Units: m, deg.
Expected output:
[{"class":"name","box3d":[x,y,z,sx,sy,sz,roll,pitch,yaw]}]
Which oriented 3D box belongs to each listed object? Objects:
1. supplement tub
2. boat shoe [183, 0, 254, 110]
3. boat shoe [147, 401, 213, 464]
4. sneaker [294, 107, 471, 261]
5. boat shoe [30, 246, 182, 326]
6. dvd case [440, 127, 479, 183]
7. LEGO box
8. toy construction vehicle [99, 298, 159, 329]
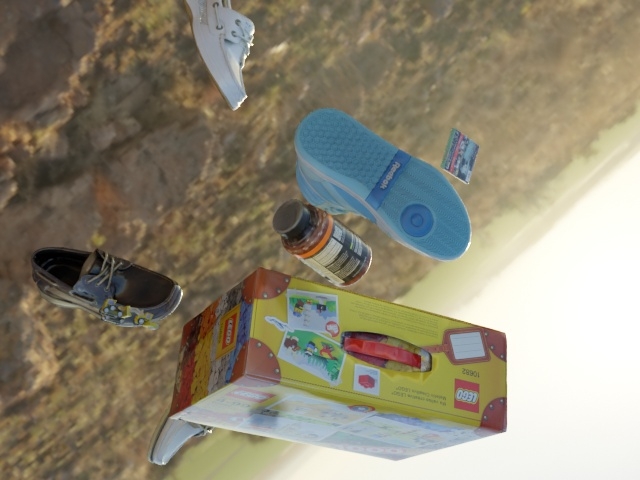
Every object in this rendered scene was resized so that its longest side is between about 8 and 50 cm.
[{"class":"supplement tub","box3d":[0.000,0.000,1.695,0.106,0.106,0.198,-45,131,9]},{"class":"boat shoe","box3d":[-0.154,-0.336,1.500,0.096,0.277,0.098,-21,151,2]},{"class":"boat shoe","box3d":[-0.296,0.413,2.211,0.302,0.103,0.113,-56,165,-23]},{"class":"sneaker","box3d":[0.091,-0.070,1.480,0.127,0.319,0.208,-48,176,-15]},{"class":"boat shoe","box3d":[-0.470,0.091,1.971,0.130,0.355,0.132,70,31,-54]},{"class":"dvd case","box3d":[0.290,-0.174,1.916,0.119,0.013,0.087,20,86,-53]},{"class":"LEGO box","box3d":[0.028,0.246,1.686,0.372,0.500,0.193,-37,-137,56]},{"class":"toy construction vehicle","box3d":[-0.308,0.115,1.472,0.086,0.098,0.035,-18,-124,59]}]
